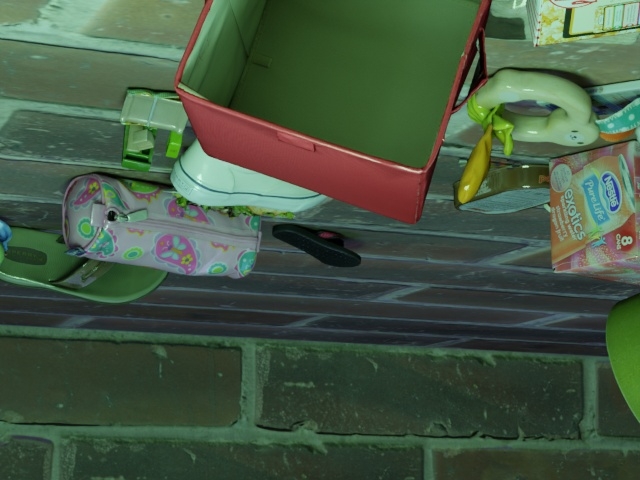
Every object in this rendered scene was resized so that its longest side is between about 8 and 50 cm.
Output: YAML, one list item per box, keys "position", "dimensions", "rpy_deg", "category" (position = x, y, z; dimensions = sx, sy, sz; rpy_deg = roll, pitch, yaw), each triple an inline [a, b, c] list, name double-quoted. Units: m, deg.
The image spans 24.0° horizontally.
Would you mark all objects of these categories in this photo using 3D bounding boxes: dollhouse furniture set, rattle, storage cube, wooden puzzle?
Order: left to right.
- position: [-0.188, -0.141, 1.686]
  dimensions: [0.076, 0.059, 0.152]
  rpy_deg: [10, 148, -12]
  category: "dollhouse furniture set"
- position: [0.019, -0.137, 1.127]
  dimensions: [0.215, 0.184, 0.193]
  rpy_deg: [18, 171, 5]
  category: "storage cube"
- position: [0.214, -0.099, 1.938]
  dimensions: [0.083, 0.006, 0.049]
  rpy_deg: [6, 168, -30]
  category: "wooden puzzle"
- position: [0.251, -0.095, 1.576]
  dimensions: [0.199, 0.143, 0.130]
  rpy_deg: [19, 140, -22]
  category: "rattle"

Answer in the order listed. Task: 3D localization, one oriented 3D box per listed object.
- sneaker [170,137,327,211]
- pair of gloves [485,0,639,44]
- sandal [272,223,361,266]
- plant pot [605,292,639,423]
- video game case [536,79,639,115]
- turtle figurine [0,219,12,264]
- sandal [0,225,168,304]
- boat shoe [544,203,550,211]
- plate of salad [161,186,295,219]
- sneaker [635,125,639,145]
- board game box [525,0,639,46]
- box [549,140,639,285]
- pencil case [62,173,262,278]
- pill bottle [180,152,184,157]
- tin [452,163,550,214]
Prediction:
- position: [-0.054, -0.092, 1.765]
  dimensions: [0.258, 0.094, 0.091]
  rpy_deg: [-8, 145, -48]
  category: "sneaker"
- position: [0.156, -0.216, 1.212]
  dimensions: [0.204, 0.042, 0.240]
  rpy_deg: [3, 165, 14]
  category: "pair of gloves"
- position: [0.000, 0.000, 2.423]
  dimensions: [0.179, 0.040, 0.067]
  rpy_deg: [27, 150, -35]
  category: "sandal"
- position: [0.603, 0.140, 2.114]
  dimensions: [0.274, 0.275, 0.293]
  rpy_deg: [11, 144, -45]
  category: "plant pot"
- position: [0.308, -0.152, 1.637]
  dimensions: [0.122, 0.011, 0.087]
  rpy_deg: [-6, 168, 31]
  category: "video game case"
- position: [-0.624, 0.045, 2.257]
  dimensions: [0.266, 0.275, 0.198]
  rpy_deg: [-2, 136, 36]
  category: "turtle figurine"
- position: [-0.383, 0.031, 2.393]
  dimensions: [0.302, 0.120, 0.086]
  rpy_deg: [4, 155, -19]
  category: "sandal"
- position: [0.370, -0.054, 2.083]
  dimensions: [0.137, 0.049, 0.043]
  rpy_deg: [8, 127, -33]
  category: "boat shoe"
- position: [-0.111, -0.054, 1.999]
  dimensions: [0.199, 0.048, 0.200]
  rpy_deg: [2, -176, 0]
  category: "plate of salad"
- position: [0.450, -0.072, 1.778]
  dimensions: [0.232, 0.115, 0.090]
  rpy_deg: [10, 166, -41]
  category: "sneaker"
- position: [0.250, -0.208, 1.089]
  dimensions: [0.193, 0.045, 0.147]
  rpy_deg: [-7, 155, 1]
  category: "board game box"
- position: [0.445, -0.022, 1.948]
  dimensions: [0.300, 0.154, 0.142]
  rpy_deg: [10, 166, -39]
  category: "box"
- position: [-0.218, -0.018, 2.083]
  dimensions: [0.284, 0.124, 0.124]
  rpy_deg: [11, 165, -37]
  category: "pencil case"
- position: [-0.114, -0.083, 1.872]
  dimensions: [0.120, 0.067, 0.067]
  rpy_deg: [2, 169, -10]
  category: "pill bottle"
- position: [0.255, -0.067, 2.037]
  dimensions: [0.106, 0.040, 0.189]
  rpy_deg: [11, 166, -28]
  category: "tin"
